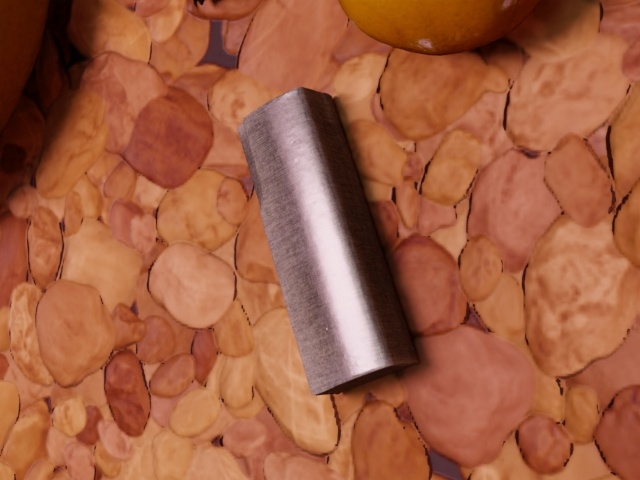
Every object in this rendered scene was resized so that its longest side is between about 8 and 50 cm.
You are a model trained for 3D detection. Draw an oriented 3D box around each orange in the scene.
[{"bbox_3d":[0.072,-0.192,0.582,0.156,0.124,0.156,-5,80,31],"label":"orange"}]

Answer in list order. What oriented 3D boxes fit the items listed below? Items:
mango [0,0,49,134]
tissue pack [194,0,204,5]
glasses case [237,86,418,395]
[{"bbox_3d":[-0.362,-0.188,0.813,0.264,0.221,0.378,31,94,35],"label":"mango"},{"bbox_3d":[-0.061,-0.376,0.639,0.370,0.198,0.210,-41,63,24],"label":"tissue pack"},{"bbox_3d":[0.000,0.000,0.659,0.071,0.047,0.204,-26,73,30],"label":"glasses case"}]
